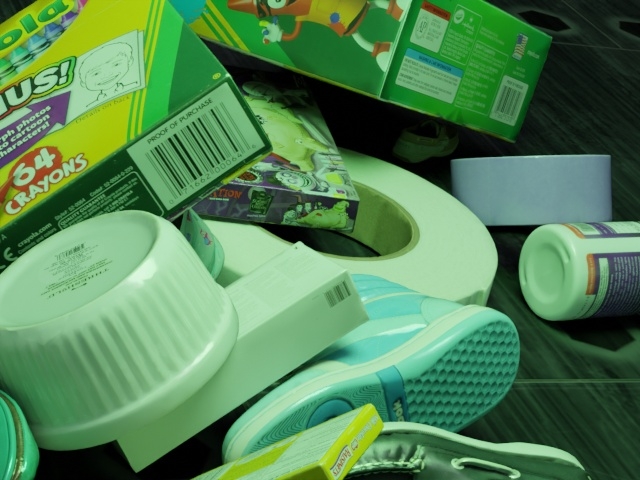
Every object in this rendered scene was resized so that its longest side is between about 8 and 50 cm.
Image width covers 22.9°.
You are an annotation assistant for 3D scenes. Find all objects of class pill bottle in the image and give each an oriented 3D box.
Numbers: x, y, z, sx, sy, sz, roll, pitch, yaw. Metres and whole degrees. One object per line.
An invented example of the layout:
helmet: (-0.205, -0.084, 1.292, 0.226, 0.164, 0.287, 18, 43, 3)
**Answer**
pill bottle: (0.330, 0.033, 1.777, 0.193, 0.108, 0.108, -1, 31, -30)

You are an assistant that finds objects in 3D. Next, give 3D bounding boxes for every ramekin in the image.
ramekin: (-0.181, 0.065, 1.293, 0.207, 0.109, 0.207, -21, 27, 11)

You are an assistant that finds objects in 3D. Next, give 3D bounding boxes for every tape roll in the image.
tape roll: (0.248, -0.059, 1.856, 0.189, 0.080, 0.189, -1, 2, 0)
tape roll: (0.000, 0.000, 1.714, 0.392, 0.072, 0.392, 12, 26, -6)

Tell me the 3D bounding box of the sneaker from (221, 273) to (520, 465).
sneaker: (0.003, 0.130, 1.426, 0.319, 0.127, 0.208, -20, 27, -35)

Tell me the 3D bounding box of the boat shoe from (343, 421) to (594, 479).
boat shoe: (0.112, 0.218, 1.294, 0.302, 0.114, 0.091, 1, 24, -24)

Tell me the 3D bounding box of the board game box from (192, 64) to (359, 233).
board game box: (-0.090, -0.116, 1.765, 0.208, 0.056, 0.347, 3, 27, -13)

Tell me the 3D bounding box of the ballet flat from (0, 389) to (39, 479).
ballet flat: (-0.269, 0.154, 1.245, 0.247, 0.083, 0.087, 37, -10, 49)

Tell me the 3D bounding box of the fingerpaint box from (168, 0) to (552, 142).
fingerpaint box: (0.035, -0.276, 1.981, 0.371, 0.163, 0.445, 22, 7, 27)

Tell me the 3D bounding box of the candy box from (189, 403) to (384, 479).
candy box: (-0.054, 0.189, 1.205, 0.027, 0.206, 0.105, 59, 30, -8)

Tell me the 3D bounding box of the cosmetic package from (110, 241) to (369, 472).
cosmetic package: (-0.084, 0.096, 1.345, 0.239, 0.060, 0.099, -32, 28, -15)

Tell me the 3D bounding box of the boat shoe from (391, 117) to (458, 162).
boat shoe: (0.146, -0.137, 2.086, 0.050, 0.045, 0.135, 28, 29, 24)

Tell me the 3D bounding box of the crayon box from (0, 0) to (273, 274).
crayon box: (-0.268, -0.089, 1.480, 0.363, 0.106, 0.313, -34, 41, -4)

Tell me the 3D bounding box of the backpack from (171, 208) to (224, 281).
backpack: (-0.183, -0.003, 1.532, 0.182, 0.152, 0.115, 21, -11, 40)
